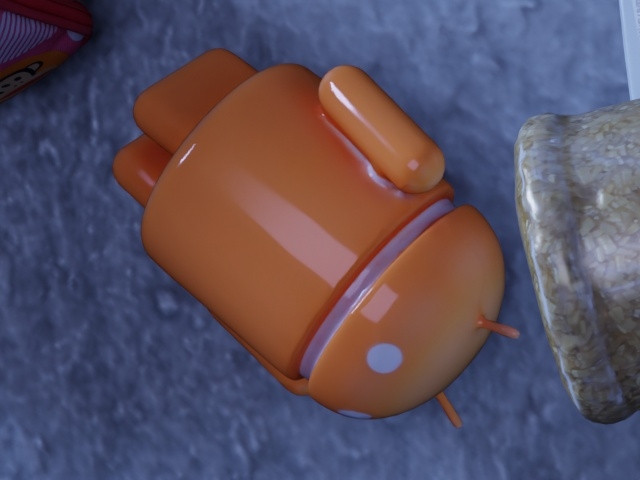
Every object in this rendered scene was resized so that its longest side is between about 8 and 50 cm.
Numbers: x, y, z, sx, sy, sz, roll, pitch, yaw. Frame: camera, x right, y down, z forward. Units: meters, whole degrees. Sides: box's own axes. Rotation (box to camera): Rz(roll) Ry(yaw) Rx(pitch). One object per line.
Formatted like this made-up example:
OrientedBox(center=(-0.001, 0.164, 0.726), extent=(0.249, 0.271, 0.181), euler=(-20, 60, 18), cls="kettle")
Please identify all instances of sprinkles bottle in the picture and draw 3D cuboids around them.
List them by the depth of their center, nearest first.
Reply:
OrientedBox(center=(0.253, -0.026, 0.663), extent=(0.355, 0.121, 0.121), euler=(-13, 85, 14), cls="sprinkles bottle")

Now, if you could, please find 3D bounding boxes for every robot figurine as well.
OrientedBox(center=(0.000, -0.001, 0.931), extent=(0.219, 0.128, 0.158), euler=(40, 98, 12), cls="robot figurine")

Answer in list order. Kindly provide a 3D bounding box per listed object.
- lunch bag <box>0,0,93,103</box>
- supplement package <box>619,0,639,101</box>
OrientedBox(center=(-0.282, -0.108, 0.942), extent=(0.293, 0.258, 0.120), euler=(-22, 83, 14), cls="lunch bag")
OrientedBox(center=(0.279, -0.030, 0.822), extent=(0.263, 0.199, 0.198), euler=(-7, 86, 14), cls="supplement package")
